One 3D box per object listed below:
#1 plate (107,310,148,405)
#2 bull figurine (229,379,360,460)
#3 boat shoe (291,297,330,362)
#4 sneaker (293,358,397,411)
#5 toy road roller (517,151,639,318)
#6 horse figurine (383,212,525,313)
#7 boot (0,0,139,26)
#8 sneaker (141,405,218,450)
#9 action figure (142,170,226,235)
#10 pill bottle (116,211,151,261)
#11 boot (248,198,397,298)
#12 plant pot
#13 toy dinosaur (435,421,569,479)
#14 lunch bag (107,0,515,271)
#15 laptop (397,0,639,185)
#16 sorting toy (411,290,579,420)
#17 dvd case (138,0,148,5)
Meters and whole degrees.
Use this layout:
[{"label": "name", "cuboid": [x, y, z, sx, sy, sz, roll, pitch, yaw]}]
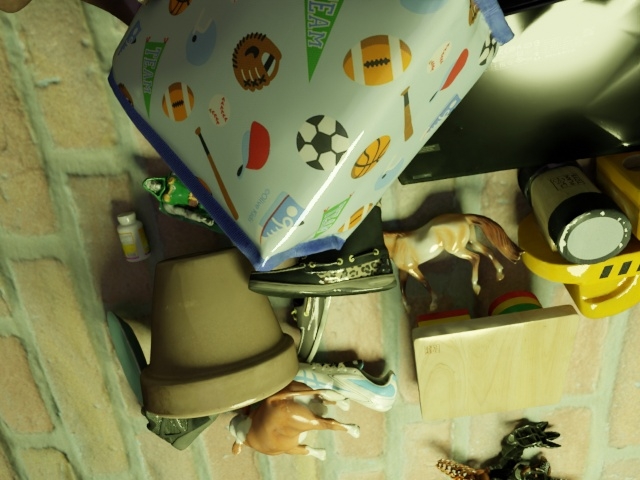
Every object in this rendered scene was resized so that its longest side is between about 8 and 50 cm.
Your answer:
[{"label": "plate", "cuboid": [-0.347, 0.214, 0.871, 0.024, 0.188, 0.188, -22, 116, -33]}, {"label": "bull figurine", "cuboid": [-0.059, 0.338, 0.872, 0.188, 0.101, 0.310, 13, 146, -13]}, {"label": "boat shoe", "cuboid": [-0.016, 0.111, 0.855, 0.068, 0.081, 0.228, 14, 104, -2]}, {"label": "sneaker", "cuboid": [0.032, 0.264, 0.919, 0.237, 0.085, 0.086, 13, 85, 0]}, {"label": "toy road roller", "cuboid": [0.479, -0.022, 0.729, 0.329, 0.202, 0.241, -14, 123, 12]}, {"label": "horse figurine", "cuboid": [0.198, 0.024, 0.805, 0.263, 0.066, 0.174, -24, 97, 25]}, {"label": "boot", "cuboid": [-0.324, -0.358, 0.665, 0.248, 0.090, 0.207, -41, 103, 12]}, {"label": "sneaker", "cuboid": [-0.269, 0.315, 0.936, 0.130, 0.087, 0.227, 35, 114, -19]}, {"label": "action figure", "cuboid": [-0.179, -0.065, 0.785, 0.232, 0.063, 0.137, 13, 85, -4]}, {"label": "pill bottle", "cuboid": [-0.330, -0.007, 0.832, 0.043, 0.043, 0.083, -7, 111, 4]}, {"label": "boot", "cuboid": [0.001, 0.000, 0.761, 0.236, 0.085, 0.179, -2, 79, -10]}, {"label": "plant pot", "cuboid": [-0.183, 0.134, 0.795, 0.263, 0.263, 0.229, -10, 94, 6]}, {"label": "toy dinosaur", "cuboid": [0.403, 0.507, 0.971, 0.322, 0.164, 0.218, 3, 131, -22]}, {"label": "lunch bag", "cuboid": [-0.048, -0.220, 0.536, 0.385, 0.239, 0.328, 44, 112, 17]}, {"label": "laptop", "cuboid": [0.252, -0.319, 0.647, 0.382, 0.236, 0.408, -6, 141, 23]}, {"label": "sorting toy", "cuboid": [0.295, 0.202, 0.846, 0.255, 0.089, 0.257, -10, 129, 6]}, {"label": "dvd case", "cuboid": [-0.166, -0.389, 0.526, 0.018, 0.164, 0.221, 18, 118, -43]}]
